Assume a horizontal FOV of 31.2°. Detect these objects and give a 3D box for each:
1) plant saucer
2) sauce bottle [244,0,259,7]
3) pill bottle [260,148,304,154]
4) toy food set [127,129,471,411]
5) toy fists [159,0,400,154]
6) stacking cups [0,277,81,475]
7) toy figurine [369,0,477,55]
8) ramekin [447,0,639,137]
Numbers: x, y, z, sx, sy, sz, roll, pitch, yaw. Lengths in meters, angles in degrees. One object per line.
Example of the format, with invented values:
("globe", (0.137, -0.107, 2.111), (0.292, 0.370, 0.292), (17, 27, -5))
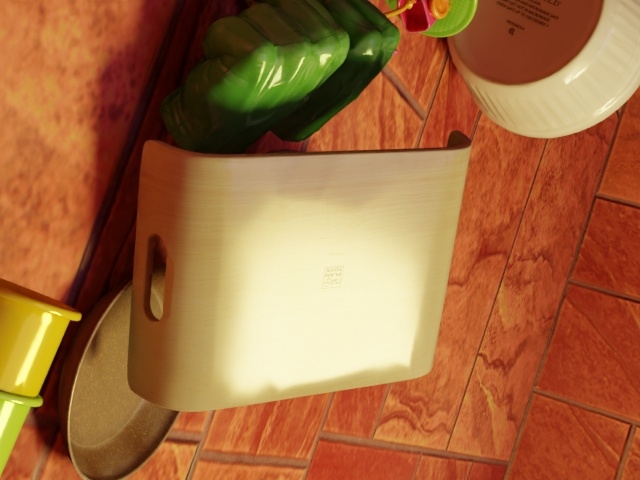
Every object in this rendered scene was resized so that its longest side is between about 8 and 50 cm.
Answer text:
("plant saucer", (-0.166, 0.110, 0.981), (0.198, 0.036, 0.198), (-46, 145, -48))
("sauce bottle", (-0.062, -0.234, 0.978), (0.042, 0.042, 0.128), (-69, 156, -10))
("pill bottle", (0.000, 0.000, 1.167), (0.246, 0.130, 0.130), (31, 77, -67))
("toy food set", (-0.013, 0.015, 0.980), (0.306, 0.092, 0.219), (-5, 114, -30))
("toy fists", (-0.024, -0.156, 0.998), (0.142, 0.096, 0.279), (-38, 173, 27))
("stacking cups", (-0.258, 0.177, 0.757), (0.316, 0.096, 0.096), (-69, 157, -2))
("toy figurine", (0.061, -0.254, 1.185), (0.159, 0.130, 0.173), (-43, 122, -35))
("ramekin", (0.289, -0.278, 1.493), (0.127, 0.273, 0.272), (22, 85, -55))
